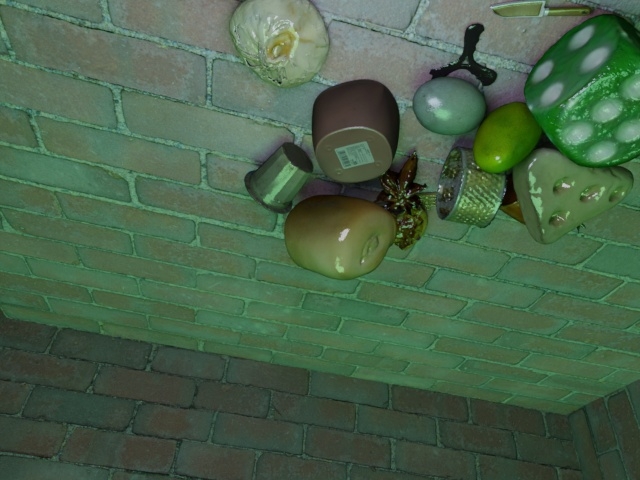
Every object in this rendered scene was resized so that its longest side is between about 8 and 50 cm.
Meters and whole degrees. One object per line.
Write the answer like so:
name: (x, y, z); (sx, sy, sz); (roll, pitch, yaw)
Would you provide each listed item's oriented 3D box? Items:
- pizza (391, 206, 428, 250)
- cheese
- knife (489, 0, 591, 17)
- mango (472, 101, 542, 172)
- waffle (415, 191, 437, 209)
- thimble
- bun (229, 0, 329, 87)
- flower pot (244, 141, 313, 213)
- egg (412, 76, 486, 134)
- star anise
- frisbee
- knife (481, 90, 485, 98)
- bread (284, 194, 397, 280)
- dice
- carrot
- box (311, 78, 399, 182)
pizza: (0.329, -0.037, 1.878); (0.229, 0.081, 0.289); (-3, 149, -9)
cheese: (0.780, -0.191, 1.428); (0.351, 0.129, 0.328); (-34, 117, 11)
knife: (0.582, -0.617, 1.212); (0.256, 0.022, 0.046); (4, 148, 10)
mango: (0.554, -0.304, 1.362); (0.192, 0.343, 0.156); (-27, 109, 44)
waffle: (0.399, -0.153, 1.813); (0.135, 0.021, 0.092); (-1, 139, 10)
thimble: (0.510, -0.181, 1.570); (0.150, 0.270, 0.270); (9, 141, -2)
bun: (-0.115, -0.552, 1.291); (0.288, 0.146, 0.287); (3, 143, 2)
flower pot: (-0.132, -0.233, 1.661); (0.212, 0.212, 0.203); (31, 124, -28)
egg: (0.388, -0.404, 1.379); (0.237, 0.169, 0.169); (4, 143, -18)
star anise: (0.271, -0.184, 1.706); (0.237, 0.148, 0.346); (32, 142, 3)
frisbee: (0.419, -0.521, 1.361); (0.188, 0.012, 0.211); (-19, 136, 28)
knife: (0.519, -0.439, 1.455); (0.014, 0.005, 0.091); (-7, 139, 18)
bread: (0.050, -0.031, 1.690); (0.376, 0.348, 0.253); (16, 142, 51)
dice: (0.762, -0.399, 1.241); (0.287, 0.300, 0.297); (27, 137, -21)
carrot: (0.793, -0.141, 1.641); (0.331, 0.214, 0.193); (28, 178, -18)
box: (0.108, -0.338, 1.473); (0.301, 0.216, 0.301); (5, 142, 4)
